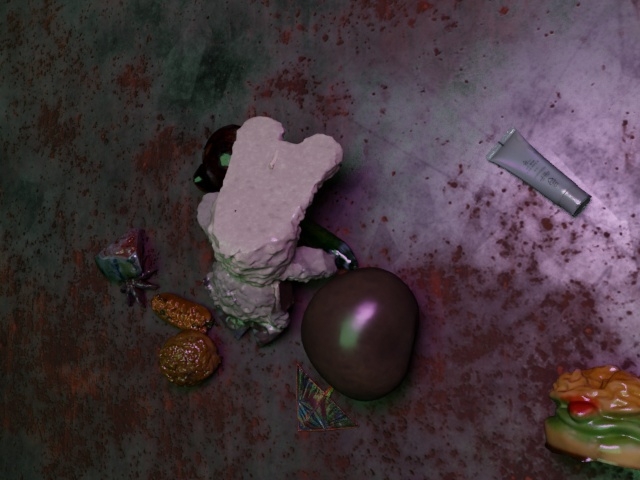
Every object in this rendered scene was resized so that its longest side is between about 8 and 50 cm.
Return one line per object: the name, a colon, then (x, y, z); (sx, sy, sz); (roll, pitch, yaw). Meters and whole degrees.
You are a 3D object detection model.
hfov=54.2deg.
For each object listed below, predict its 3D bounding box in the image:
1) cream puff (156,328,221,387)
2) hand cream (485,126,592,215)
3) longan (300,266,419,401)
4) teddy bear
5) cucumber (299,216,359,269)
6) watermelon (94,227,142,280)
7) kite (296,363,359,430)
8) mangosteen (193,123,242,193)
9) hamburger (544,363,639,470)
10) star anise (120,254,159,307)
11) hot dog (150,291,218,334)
cream puff: (-0.305, 0.274, 1.421); (0.143, 0.103, 0.126); (-27, 99, 29)
hand cream: (0.405, -0.125, 1.161); (0.078, 0.050, 0.205); (-51, 61, 15)
longan: (0.081, 0.170, 1.192); (0.245, 0.215, 0.246); (10, 112, 26)
teddy bear: (-0.108, 0.000, 1.319); (0.327, 0.362, 0.376); (20, 69, 14)
cucumber: (0.000, 0.000, 1.344); (0.250, 0.056, 0.056); (35, 100, 26)
watermelon: (-0.500, 0.025, 1.558); (0.187, 0.071, 0.139); (-1, 55, 39)
kite: (0.001, 0.343, 1.327); (0.190, 0.010, 0.159); (42, 101, 22)
mangosteen: (-0.196, -0.167, 1.403); (0.184, 0.172, 0.173); (-35, 70, 22)
hamburger: (0.471, 0.274, 0.988); (0.237, 0.237, 0.149); (6, 83, 27)
star anise: (-0.464, 0.100, 1.566); (0.140, 0.042, 0.141); (-3, 83, 24)
hot dog: (-0.330, 0.175, 1.483); (0.188, 0.055, 0.072); (17, 90, 27)
